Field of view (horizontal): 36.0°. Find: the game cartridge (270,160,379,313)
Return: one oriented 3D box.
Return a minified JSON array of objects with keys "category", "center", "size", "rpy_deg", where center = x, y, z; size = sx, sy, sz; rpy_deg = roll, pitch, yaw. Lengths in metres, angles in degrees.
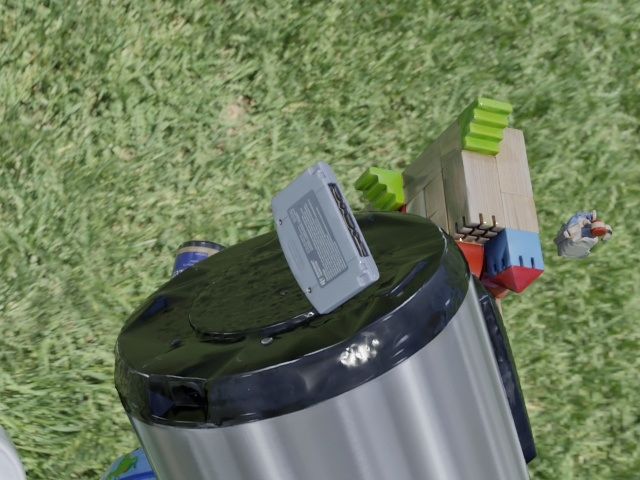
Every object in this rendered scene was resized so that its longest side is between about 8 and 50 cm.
[{"category":"game cartridge","center":[0.000,0.000,0.612],"size":[0.017,0.056,0.083],"rpy_deg":[-3,64,-50]}]

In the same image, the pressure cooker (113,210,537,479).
[{"category":"pressure cooker","center":[0.019,0.220,1.012],"size":[0.370,0.375,0.420],"rpy_deg":[-51,127,-57]}]

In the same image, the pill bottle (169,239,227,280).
[{"category":"pill bottle","center":[-0.235,0.120,1.877],"size":[0.123,0.123,0.219],"rpy_deg":[20,62,-21]}]

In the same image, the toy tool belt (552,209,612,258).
[{"category":"toy tool belt","center":[0.325,-0.016,1.232],"size":[0.052,0.083,0.051],"rpy_deg":[9,59,-17]}]

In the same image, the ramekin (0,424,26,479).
[{"category":"ramekin","center":[-0.647,0.415,1.712],"size":[0.273,0.127,0.273],"rpy_deg":[-4,108,-13]}]

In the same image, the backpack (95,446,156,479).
[{"category":"backpack","center":[-0.182,0.441,1.488],"size":[0.355,0.290,0.273],"rpy_deg":[31,33,-17]}]

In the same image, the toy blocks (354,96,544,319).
[{"category":"toy blocks","center":[0.158,0.031,1.271],"size":[0.191,0.381,0.261],"rpy_deg":[8,62,-23]}]
